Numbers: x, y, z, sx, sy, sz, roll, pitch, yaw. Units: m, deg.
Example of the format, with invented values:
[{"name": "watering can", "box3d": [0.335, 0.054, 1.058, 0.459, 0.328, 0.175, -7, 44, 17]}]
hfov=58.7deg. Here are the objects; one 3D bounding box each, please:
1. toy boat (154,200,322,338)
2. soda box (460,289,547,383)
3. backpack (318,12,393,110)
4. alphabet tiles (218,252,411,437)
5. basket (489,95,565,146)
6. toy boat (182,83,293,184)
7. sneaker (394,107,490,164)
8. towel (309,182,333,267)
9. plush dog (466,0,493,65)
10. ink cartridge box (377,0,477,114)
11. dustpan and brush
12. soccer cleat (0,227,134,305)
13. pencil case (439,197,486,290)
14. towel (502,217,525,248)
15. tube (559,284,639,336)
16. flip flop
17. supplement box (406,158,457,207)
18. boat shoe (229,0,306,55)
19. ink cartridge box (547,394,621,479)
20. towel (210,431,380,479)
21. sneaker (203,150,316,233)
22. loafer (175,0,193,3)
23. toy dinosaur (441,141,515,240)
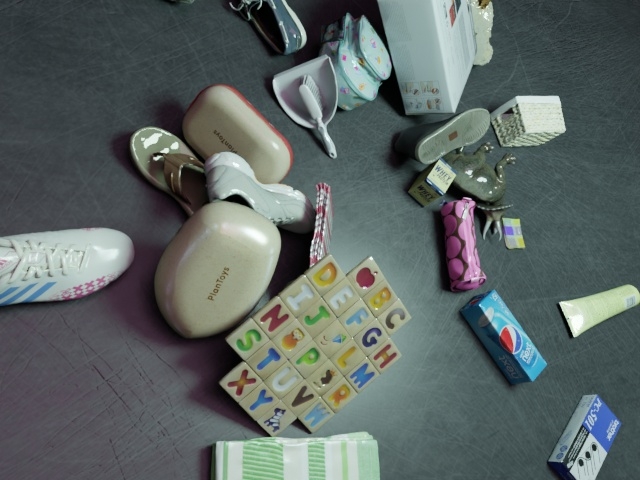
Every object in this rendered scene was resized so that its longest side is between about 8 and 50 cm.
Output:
[{"name": "toy boat", "box3d": [-0.135, 0.077, 1.029, 0.318, 0.148, 0.267, 28, 107, -26]}, {"name": "soda box", "box3d": [0.417, 0.221, 1.300, 0.067, 0.071, 0.210, -36, 90, -31]}, {"name": "backpack", "box3d": [0.077, -0.402, 1.300, 0.166, 0.145, 0.188, 38, 58, -41]}, {"name": "alphabet tiles", "box3d": [0.000, 0.194, 1.026, 0.343, 0.011, 0.285, -39, 119, -8]}, {"name": "basket", "box3d": [0.563, -0.319, 1.537, 0.167, 0.113, 0.103, -8, 78, -28]}, {"name": "toy boat", "box3d": [-0.154, -0.210, 1.154, 0.231, 0.151, 0.151, 45, 31, -6]}, {"name": "sneaker", "box3d": [0.287, -0.262, 1.353, 0.222, 0.118, 0.083, -27, 121, -16]}, {"name": "towel", "box3d": [0.000, 0.000, 1.144, 0.029, 0.144, 0.196, 4, 68, 7]}, {"name": "plush dog", "box3d": [0.374, -0.629, 1.528, 0.263, 0.210, 0.225, 16, 41, -21]}, {"name": "ink cartridge box", "box3d": [0.266, -0.503, 1.347, 0.271, 0.130, 0.309, -63, 145, -34]}, {"name": "dustpan and brush", "box3d": [-0.007, -0.282, 1.262, 0.211, 0.147, 0.060, 61, 29, -29]}, {"name": "soccer cleat", "box3d": [-0.454, 0.042, 0.899, 0.331, 0.143, 0.116, -14, 79, -29]}, {"name": "pencil case", "box3d": [0.331, 0.009, 1.317, 0.095, 0.098, 0.209, 1, 72, -20]}, {"name": "towel", "box3d": [0.494, -0.017, 1.457, 0.060, 0.009, 0.083, 3, 71, -24]}, {"name": "tube", "box3d": [0.724, 0.172, 1.480, 0.240, 0.062, 0.070, -15, 36, -24]}, {"name": "flip flop", "box3d": [-0.250, -0.110, 1.088, 0.112, 0.080, 0.277, -40, 92, -31]}, {"name": "supplement box", "box3d": [0.262, -0.136, 1.343, 0.056, 0.083, 0.083, 41, 60, -8]}, {"name": "boat shoe", "box3d": [-0.137, -0.529, 1.286, 0.254, 0.095, 0.079, 55, 47, -10]}, {"name": "ink cartridge box", "box3d": [0.617, 0.468, 1.326, 0.097, 0.046, 0.207, 49, 59, -4]}, {"name": "towel", "box3d": [-0.037, 0.474, 1.014, 0.325, 0.038, 0.247, 8, 70, -25]}, {"name": "sneaker", "box3d": [-0.115, -0.055, 1.088, 0.262, 0.099, 0.121, 27, 43, -34]}, {"name": "loafer", "box3d": [-0.385, -0.619, 1.183, 0.320, 0.112, 0.111, 33, 70, -11]}, {"name": "toy dinosaur", "box3d": [0.376, -0.163, 1.389, 0.313, 0.121, 0.160, 42, 53, -10]}]
